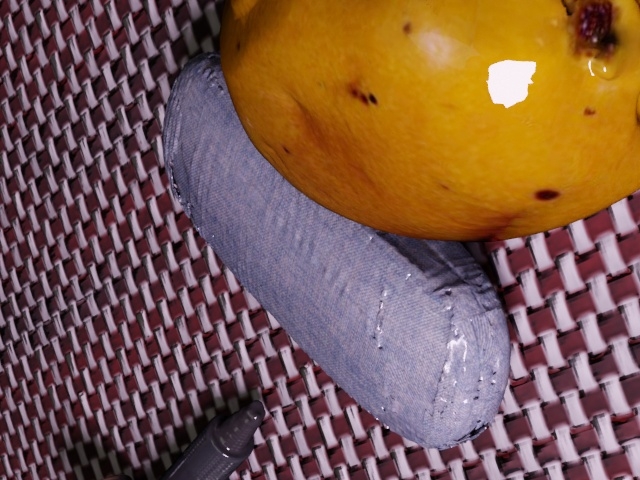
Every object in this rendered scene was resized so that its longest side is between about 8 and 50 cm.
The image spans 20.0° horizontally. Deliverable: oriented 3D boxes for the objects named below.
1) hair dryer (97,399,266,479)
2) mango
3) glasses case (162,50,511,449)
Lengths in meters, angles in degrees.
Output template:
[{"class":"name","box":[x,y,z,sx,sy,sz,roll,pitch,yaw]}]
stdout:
[{"class":"hair dryer","box":[-0.092,0.185,1.187,0.255,0.070,0.128,-48,64,46]},{"class":"mango","box":[0.055,-0.089,0.787,0.201,0.152,0.287,48,163,-18]},{"class":"glasses case","box":[0.000,0.000,0.975,0.282,0.067,0.109,43,138,36]}]
